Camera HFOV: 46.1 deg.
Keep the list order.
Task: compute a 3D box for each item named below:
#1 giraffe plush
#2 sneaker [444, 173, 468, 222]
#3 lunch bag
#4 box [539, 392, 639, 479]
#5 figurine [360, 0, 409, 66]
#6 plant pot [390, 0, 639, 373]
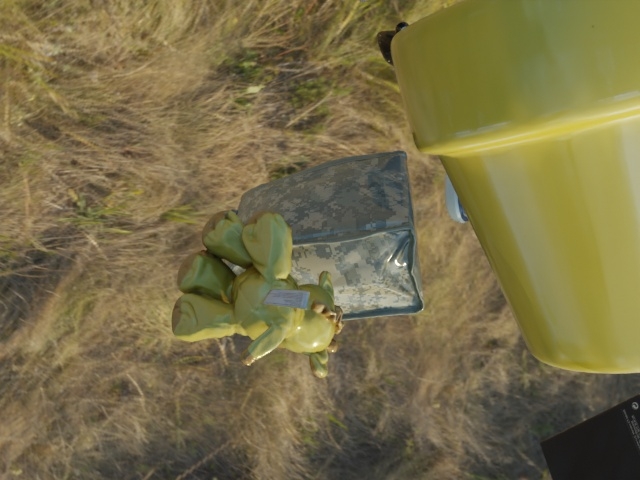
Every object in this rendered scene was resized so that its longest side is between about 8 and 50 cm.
[{"bbox_3d":[-0.049,0.076,0.909,0.170,0.210,0.181,35,81,-50],"label":"giraffe plush"},{"bbox_3d":[0.337,-0.159,1.243,0.350,0.148,0.131,-52,139,-24],"label":"sneaker"},{"bbox_3d":[0.000,0.000,1.115,0.286,0.235,0.169,-7,123,7],"label":"lunch bag"},{"bbox_3d":[0.674,0.439,1.550,0.296,0.294,0.183,4,56,-30],"label":"box"},{"bbox_3d":[0.115,-0.392,1.277,0.092,0.209,0.215,-30,105,-5],"label":"figurine"},{"bbox_3d":[0.196,-0.052,0.503,0.254,0.254,0.239,-18,97,-29],"label":"plant pot"}]
